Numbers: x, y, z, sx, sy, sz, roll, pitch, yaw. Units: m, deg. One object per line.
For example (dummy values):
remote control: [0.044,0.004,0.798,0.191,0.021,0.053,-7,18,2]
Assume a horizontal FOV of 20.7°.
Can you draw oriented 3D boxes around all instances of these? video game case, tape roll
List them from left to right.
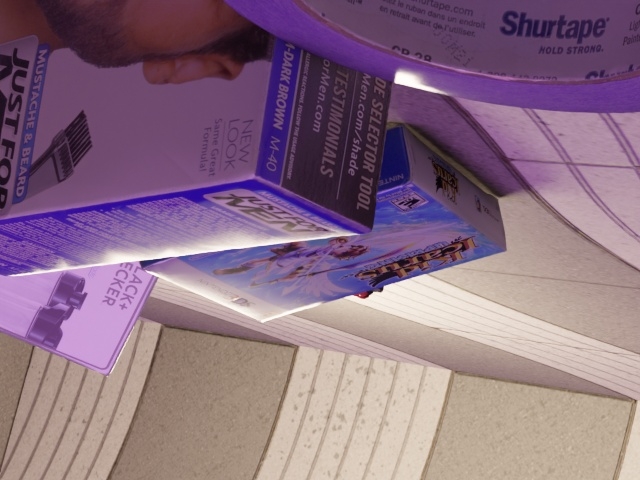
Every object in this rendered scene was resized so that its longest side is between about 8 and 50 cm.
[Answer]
video game case: [0.005,-0.007,1.620,0.270,0.061,0.244,-17,160,21]
tape roll: [0.082,-0.146,0.837,0.275,0.090,0.275,13,169,2]

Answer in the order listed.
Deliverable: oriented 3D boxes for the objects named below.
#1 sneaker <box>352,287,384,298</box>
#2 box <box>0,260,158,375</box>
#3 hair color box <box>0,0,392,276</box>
sneaker: [0.000,0.001,1.880,0.135,0.097,0.276,10,172,7]
box: [-0.298,-0.004,1.696,0.290,0.169,0.087,24,-149,-11]
hair color box: [-0.112,-0.089,1.076,0.339,0.185,0.110,-7,158,41]
